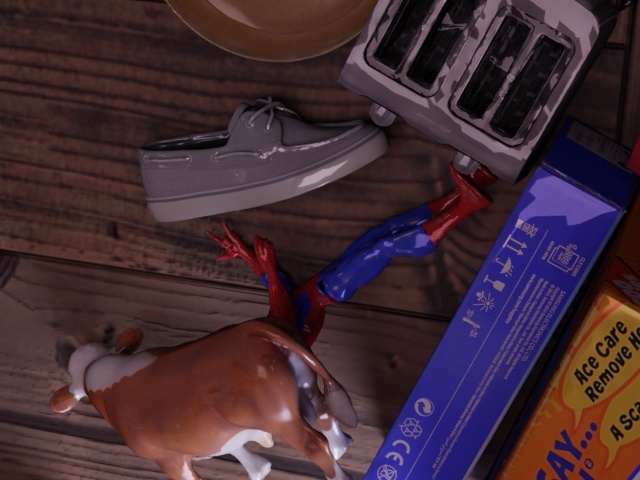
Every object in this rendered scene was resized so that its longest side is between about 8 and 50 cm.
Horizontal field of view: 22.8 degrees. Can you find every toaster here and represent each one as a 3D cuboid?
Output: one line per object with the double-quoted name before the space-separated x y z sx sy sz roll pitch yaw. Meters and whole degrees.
"toaster" 0.128 -0.153 1.231 0.168 0.110 0.185 31 109 6

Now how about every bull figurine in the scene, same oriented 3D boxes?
"bull figurine" -0.097 0.148 1.355 0.188 0.101 0.310 50 143 -17

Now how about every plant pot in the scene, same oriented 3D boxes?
"plant pot" -0.036 -0.265 1.296 0.236 0.032 0.236 5 108 17

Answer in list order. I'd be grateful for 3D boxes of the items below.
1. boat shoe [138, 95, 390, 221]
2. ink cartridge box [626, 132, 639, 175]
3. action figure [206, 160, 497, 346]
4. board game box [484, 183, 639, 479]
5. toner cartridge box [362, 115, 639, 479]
"boat shoe" -0.056 -0.076 1.332 0.227 0.079 0.081 -13 106 24
"ink cartridge box" 0.313 -0.104 1.188 0.109 0.063 0.150 6 115 -29
"action figure" 0.000 0.000 1.332 0.139 0.091 0.280 44 113 -7
"board game box" 0.306 0.210 1.151 0.356 0.356 0.356 27 112 8
"toner cartridge box" 0.138 0.080 1.272 0.075 0.165 0.348 30 113 7
